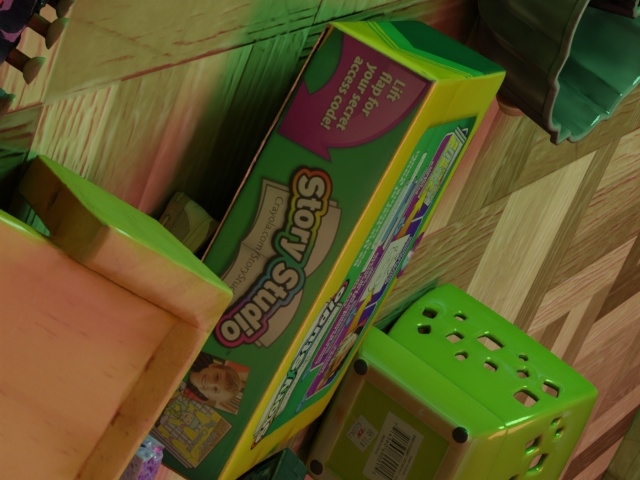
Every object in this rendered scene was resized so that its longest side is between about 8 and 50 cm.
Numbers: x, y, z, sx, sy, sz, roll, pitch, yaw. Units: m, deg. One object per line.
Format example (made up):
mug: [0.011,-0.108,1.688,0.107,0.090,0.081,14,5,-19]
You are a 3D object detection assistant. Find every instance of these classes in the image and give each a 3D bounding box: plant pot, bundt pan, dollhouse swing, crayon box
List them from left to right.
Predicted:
dollhouse swing: [-0.284,0.087,1.155,0.347,0.305,0.315,-58,-159,2]
crayon box: [0.000,0.000,1.551,0.363,0.106,0.313,-62,169,13]
plant pot: [0.127,0.208,2.063,0.207,0.227,0.228,-14,134,-54]
bundt pan: [0.259,-0.261,1.794,0.331,0.124,0.331,-48,159,-25]

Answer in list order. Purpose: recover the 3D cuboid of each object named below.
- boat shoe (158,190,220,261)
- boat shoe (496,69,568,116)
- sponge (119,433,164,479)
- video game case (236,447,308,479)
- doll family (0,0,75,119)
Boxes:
boat shoe: [-0.140,0.031,1.440,0.153,0.048,0.056,-48,171,-6]
boat shoe: [0.237,-0.174,1.963,0.170,0.063,0.059,-45,151,-31]
sponge: [-0.198,0.210,1.453,0.031,0.117,0.210,-26,143,-53]
video game case: [-0.146,0.303,1.530,0.275,0.035,0.248,-34,-165,27]
doll family: [-0.184,-0.137,0.987,0.193,0.111,0.076,-62,-163,-20]
